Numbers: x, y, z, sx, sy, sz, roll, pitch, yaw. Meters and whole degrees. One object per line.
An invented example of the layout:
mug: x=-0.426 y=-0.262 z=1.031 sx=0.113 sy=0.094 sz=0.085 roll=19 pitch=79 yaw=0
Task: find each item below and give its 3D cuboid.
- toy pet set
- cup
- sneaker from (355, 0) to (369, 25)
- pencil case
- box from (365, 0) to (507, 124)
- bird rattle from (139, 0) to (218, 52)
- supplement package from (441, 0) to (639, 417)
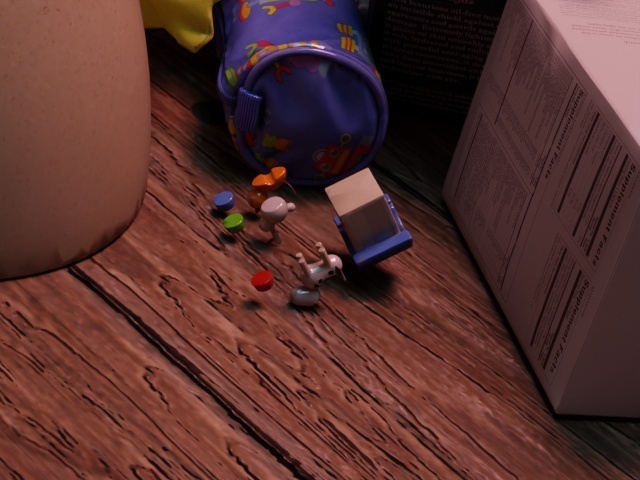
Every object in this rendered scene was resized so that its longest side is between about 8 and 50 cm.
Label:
toy pet set: x=0.000 y=0.000 z=1.299 sx=0.114 sy=0.065 sz=0.122 roll=-26 pitch=36 yaw=0
cup: x=-0.255 y=-0.163 z=1.242 sx=0.331 sy=0.237 sz=0.331 roll=12 pitch=32 yaw=-8
sneaker: x=0.032 y=-0.264 z=1.635 sx=0.228 sy=0.132 sz=0.086 roll=5 pitch=33 yaw=-17
pencil case: x=-0.031 y=-0.167 z=1.465 sx=0.133 sy=0.119 sz=0.306 roll=2 pitch=34 yaw=-11
box: x=0.150 y=-0.292 z=1.478 sx=0.182 sy=0.294 sz=0.296 roll=12 pitch=57 yaw=3
bird rattle: x=-0.131 y=-0.232 z=1.449 sx=0.207 sy=0.143 sz=0.253 roll=-29 pitch=21 yaw=-32
supplement package: x=0.236 y=-0.031 z=1.302 sx=0.199 sy=0.198 sz=0.263 roll=5 pitch=33 yaw=-20
